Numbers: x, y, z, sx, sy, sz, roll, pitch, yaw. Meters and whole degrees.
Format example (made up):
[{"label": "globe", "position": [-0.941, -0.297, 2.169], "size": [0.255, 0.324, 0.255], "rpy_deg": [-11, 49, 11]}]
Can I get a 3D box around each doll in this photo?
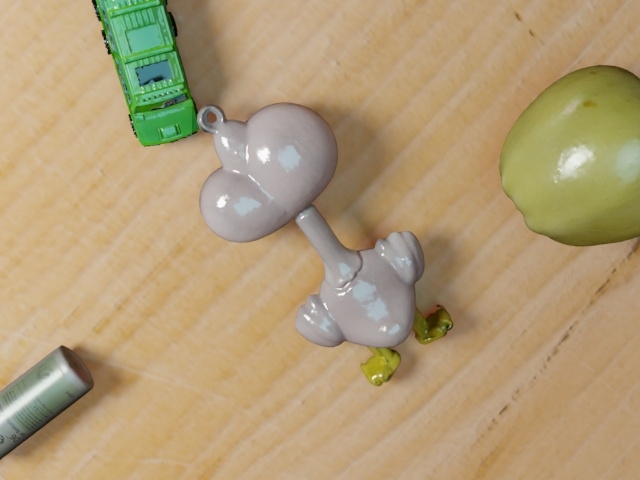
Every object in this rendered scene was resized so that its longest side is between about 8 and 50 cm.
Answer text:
[{"label": "doll", "position": [0.000, 0.000, 0.988], "size": [0.160, 0.094, 0.365], "rpy_deg": [-39, 111, 2]}]

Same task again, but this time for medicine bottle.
[{"label": "medicine bottle", "position": [-0.325, 0.188, 0.976], "size": [0.199, 0.057, 0.057], "rpy_deg": [-37, 111, -2]}]

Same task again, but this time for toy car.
[{"label": "toy car", "position": [-0.163, -0.170, 0.914], "size": [0.071, 0.062, 0.165], "rpy_deg": [-17, 109, -10]}]

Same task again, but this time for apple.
[{"label": "apple", "position": [0.284, -0.086, 0.989], "size": [0.200, 0.200, 0.200], "rpy_deg": [-4, 106, -13]}]
